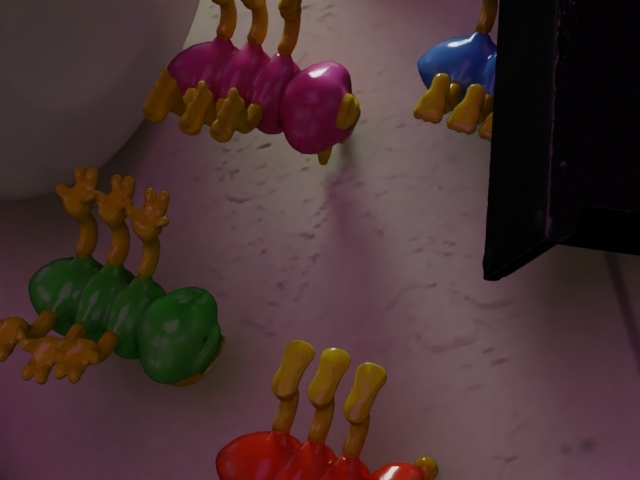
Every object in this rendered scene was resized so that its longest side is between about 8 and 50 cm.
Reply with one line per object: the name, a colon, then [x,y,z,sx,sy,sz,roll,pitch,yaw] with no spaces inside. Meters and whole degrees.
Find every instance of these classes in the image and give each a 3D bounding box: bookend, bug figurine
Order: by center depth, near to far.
bookend: [0.150,-0.058,0.636,0.157,0.072,0.156,7,76,-10]
bug figurine: [0.000,0.000,0.688,0.216,0.072,0.279,22,70,19]

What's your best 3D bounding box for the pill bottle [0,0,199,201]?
pill bottle: [-0.272,-0.171,0.771,0.408,0.229,0.229,16,73,25]
